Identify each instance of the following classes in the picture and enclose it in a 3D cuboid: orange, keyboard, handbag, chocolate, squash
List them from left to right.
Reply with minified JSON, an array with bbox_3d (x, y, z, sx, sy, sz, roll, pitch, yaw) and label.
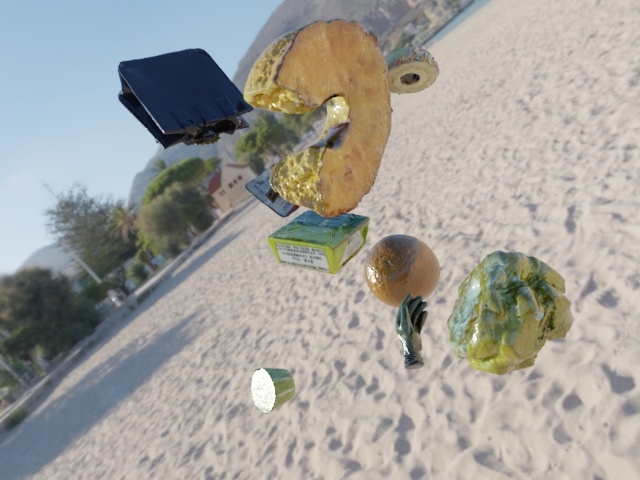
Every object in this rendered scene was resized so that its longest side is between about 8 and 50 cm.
[{"bbox_3d":[-0.403,-0.414,1.529,0.303,0.329,0.122,-27,-24,-35],"label":"handbag"},{"bbox_3d":[-0.178,0.557,1.952,0.123,0.170,0.170,-9,-11,-36],"label":"squash"},{"bbox_3d":[-0.113,-0.214,1.720,0.198,0.010,0.063,-53,-28,-4],"label":"keyboard"},{"bbox_3d":[0.000,0.000,1.968,0.301,0.137,0.289,8,29,32],"label":"chocolate"},{"bbox_3d":[0.365,0.140,2.278,0.322,0.357,0.322,-15,64,33],"label":"orange"}]

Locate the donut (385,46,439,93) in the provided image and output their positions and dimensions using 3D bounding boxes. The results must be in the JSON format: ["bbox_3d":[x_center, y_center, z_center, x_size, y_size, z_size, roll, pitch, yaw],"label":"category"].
[{"bbox_3d":[0.246,-0.477,1.442,0.175,0.175,0.068,-28,59,51],"label":"donut"}]

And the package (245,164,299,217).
[{"bbox_3d":[-0.154,-0.184,1.905,0.166,0.232,0.040,-43,-25,-22],"label":"package"}]

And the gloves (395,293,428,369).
[{"bbox_3d":[0.321,0.321,1.826,0.107,0.135,0.268,-6,67,33],"label":"gloves"}]

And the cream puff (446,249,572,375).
[{"bbox_3d":[0.537,0.210,1.429,0.378,0.276,0.378,-156,90,-89],"label":"cream puff"}]

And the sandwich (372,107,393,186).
[{"bbox_3d":[0.142,-0.329,1.597,0.226,0.087,0.251,-95,14,-53],"label":"sandwich"}]

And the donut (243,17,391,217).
[{"bbox_3d":[0.009,-0.298,1.228,0.163,0.435,0.378,15,41,42],"label":"donut"}]
